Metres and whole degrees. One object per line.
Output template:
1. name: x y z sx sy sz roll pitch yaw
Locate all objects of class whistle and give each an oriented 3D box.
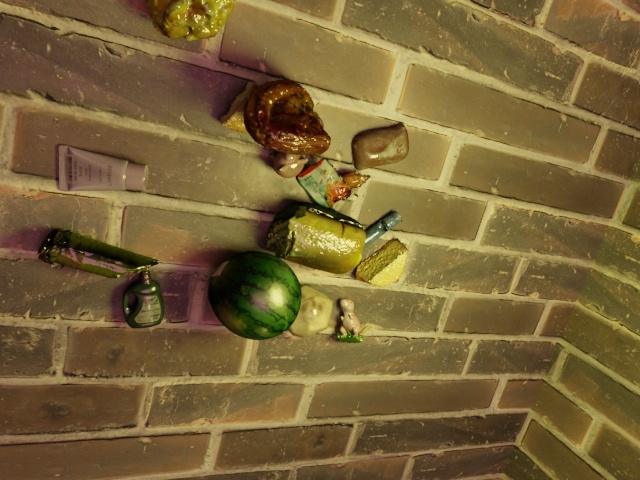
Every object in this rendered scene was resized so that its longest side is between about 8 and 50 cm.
1. whistle: 0.219 -0.020 2.150 0.304 0.062 0.062 -35 120 -8

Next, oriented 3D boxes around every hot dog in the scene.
1. hot dog: -0.100 -0.406 1.688 0.174 0.266 0.388 -34 170 26

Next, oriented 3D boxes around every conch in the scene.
1. conch: 0.089 -0.224 2.007 0.233 0.080 0.086 -27 108 15

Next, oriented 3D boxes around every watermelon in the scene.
1. watermelon: -0.239 0.208 1.874 0.364 0.363 0.362 -9 113 -21

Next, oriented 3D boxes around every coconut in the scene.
1. coconut: -0.052 0.294 2.074 0.224 0.224 0.224 -9 113 -21

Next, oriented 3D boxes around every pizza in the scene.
1. pizza: -0.233 -0.464 1.768 0.204 0.080 0.188 16 120 -42

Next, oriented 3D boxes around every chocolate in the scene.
1. chocolate: 0.257 -0.374 2.014 0.262 0.083 0.160 -18 115 -16

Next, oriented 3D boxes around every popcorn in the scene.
1. popcorn: -0.386 -0.741 1.476 0.282 0.282 0.246 -14 93 -19

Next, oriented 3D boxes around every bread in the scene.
1. bread: 0.000 0.000 1.958 0.377 0.208 0.251 18 110 -24
2. bread: 0.290 0.120 2.201 0.260 0.129 0.134 -41 128 -4

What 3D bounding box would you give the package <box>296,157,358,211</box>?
1. package: 0.028 -0.204 1.947 0.166 0.040 0.232 -28 118 28

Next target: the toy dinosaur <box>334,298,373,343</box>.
1. toy dinosaur: 0.126 0.370 2.249 0.194 0.152 0.176 35 54 -40

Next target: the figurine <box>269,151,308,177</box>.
1. figurine: -0.120 -0.294 1.845 0.125 0.138 0.125 -5 106 -19

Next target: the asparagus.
1. asparagus: -0.757 0.064 1.712 0.382 0.128 0.108 22 136 -31

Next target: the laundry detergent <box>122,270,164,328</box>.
1. laundry detergent: -0.660 0.214 1.835 0.145 0.078 0.221 -6 113 -18

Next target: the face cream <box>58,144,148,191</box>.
1. face cream: -0.718 -0.225 1.638 0.274 0.096 0.154 5 112 -12
